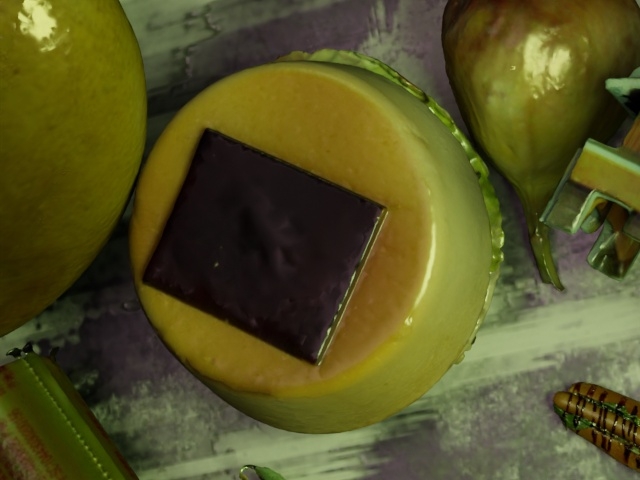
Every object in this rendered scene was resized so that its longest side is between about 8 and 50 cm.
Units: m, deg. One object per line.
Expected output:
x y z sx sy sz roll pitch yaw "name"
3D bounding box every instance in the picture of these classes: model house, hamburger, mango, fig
0.298 -0.048 1.109 0.198 0.224 0.215 31 91 26 "model house"
0.000 0.000 1.241 0.300 0.176 0.300 -2 83 19 "hamburger"
-0.291 -0.079 1.243 0.220 0.301 0.445 -88 24 -43 "mango"
0.171 -0.086 1.229 0.159 0.159 0.257 0 105 20 "fig"

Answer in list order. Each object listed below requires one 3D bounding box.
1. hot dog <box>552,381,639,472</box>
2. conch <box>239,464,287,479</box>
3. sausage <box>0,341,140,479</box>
0.231 0.144 1.214 0.122 0.037 0.049 24 88 19 "hot dog"
0.003 0.282 1.223 0.251 0.137 0.143 24 92 21 "conch"
-0.184 0.235 1.311 0.125 0.117 0.317 -44 73 13 "sausage"
